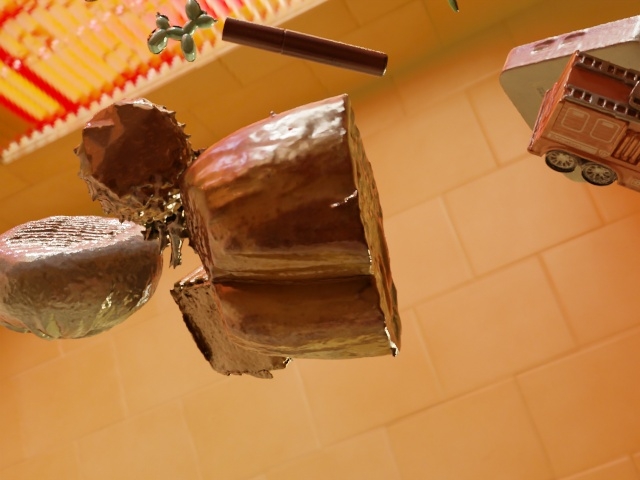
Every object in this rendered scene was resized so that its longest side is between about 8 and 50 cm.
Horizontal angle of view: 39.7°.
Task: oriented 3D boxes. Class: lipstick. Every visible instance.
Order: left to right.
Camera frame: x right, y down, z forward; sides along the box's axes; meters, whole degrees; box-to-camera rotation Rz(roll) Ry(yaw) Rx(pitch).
[{"bbox_3d":[-0.032,-0.412,1.894,0.057,0.356,0.057,-167,90,-86],"label":"lipstick"}]

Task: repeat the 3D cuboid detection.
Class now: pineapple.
[{"bbox_3d":[-0.217,-0.070,1.245,0.364,0.165,0.166,63,-173,-72],"label":"pineapple"}]

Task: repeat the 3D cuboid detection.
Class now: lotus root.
[{"bbox_3d":[-0.030,0.010,1.036,0.316,0.250,0.316,167,90,-89],"label":"lotus root"}]

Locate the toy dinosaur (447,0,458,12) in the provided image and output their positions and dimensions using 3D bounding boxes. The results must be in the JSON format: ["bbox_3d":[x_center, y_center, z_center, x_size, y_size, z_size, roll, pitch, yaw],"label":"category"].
[{"bbox_3d":[0.435,-0.602,1.772,0.374,0.144,0.500,26,156,19],"label":"toy dinosaur"}]

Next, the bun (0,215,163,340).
[{"bbox_3d":[-0.476,0.072,1.692,0.362,0.361,0.211,-49,-38,-76],"label":"bun"}]

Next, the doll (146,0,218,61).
[{"bbox_3d":[-0.333,-0.518,2.170,0.059,0.159,0.159,86,-169,-73],"label":"doll"}]

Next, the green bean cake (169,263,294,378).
[{"bbox_3d":[-0.150,0.141,1.682,0.131,0.229,0.224,-42,-68,-42],"label":"green bean cake"}]

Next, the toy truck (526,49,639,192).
[{"bbox_3d":[0.602,-0.197,1.631,0.207,0.387,0.173,98,-166,-64],"label":"toy truck"}]

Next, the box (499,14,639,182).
[{"bbox_3d":[0.640,-0.294,1.960,0.396,0.396,0.111,47,-121,-30],"label":"box"}]
